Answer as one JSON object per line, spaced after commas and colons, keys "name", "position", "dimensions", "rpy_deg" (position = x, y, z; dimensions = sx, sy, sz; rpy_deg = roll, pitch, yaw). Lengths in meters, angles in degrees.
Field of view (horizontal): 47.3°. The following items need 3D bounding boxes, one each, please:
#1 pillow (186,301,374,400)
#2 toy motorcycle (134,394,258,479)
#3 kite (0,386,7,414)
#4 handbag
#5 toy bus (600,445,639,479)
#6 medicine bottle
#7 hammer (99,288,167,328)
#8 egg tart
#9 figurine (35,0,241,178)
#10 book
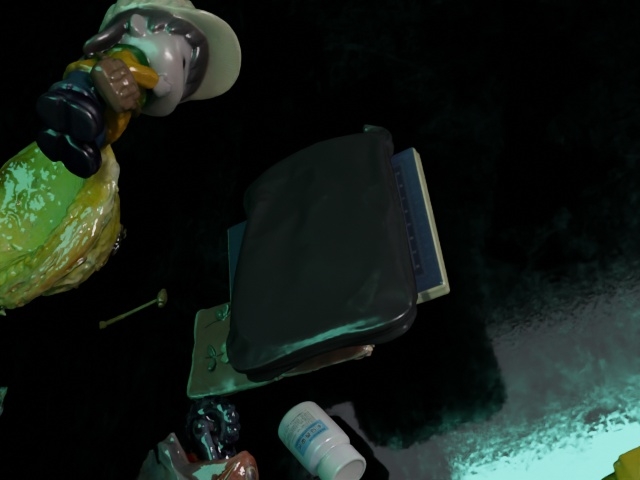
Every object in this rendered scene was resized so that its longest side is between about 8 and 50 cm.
{"name": "pillow", "position": [-0.044, 0.097, 0.797], "dimensions": [0.232, 0.043, 0.126], "rpy_deg": [-20, 52, 23]}
{"name": "toy motorcycle", "position": [-0.138, 0.269, 0.765], "dimensions": [0.118, 0.084, 0.213], "rpy_deg": [41, 104, 29]}
{"name": "kite", "position": [-0.579, 0.340, 1.072], "dimensions": [0.368, 0.014, 0.406], "rpy_deg": [-45, 49, 5]}
{"name": "handbag", "position": [0.000, -0.002, 0.769], "dimensions": [0.191, 0.075, 0.332], "rpy_deg": [-22, 36, 17]}
{"name": "toy bus", "position": [0.290, 0.276, 0.446], "dimensions": [0.121, 0.123, 0.336], "rpy_deg": [-32, 51, 15]}
{"name": "medicine bottle", "position": [0.001, 0.206, 0.730], "dimensions": [0.052, 0.052, 0.089], "rpy_deg": [-51, 49, -2]}
{"name": "hammer", "position": [-0.256, 0.097, 0.996], "dimensions": [0.122, 0.014, 0.029], "rpy_deg": [-25, 44, 24]}
{"name": "egg tart", "position": [-0.397, -0.026, 1.093], "dimensions": [0.314, 0.120, 0.315], "rpy_deg": [-16, 55, 24]}
{"name": "figurine", "position": [-0.281, -0.240, 1.041], "dimensions": [0.204, 0.185, 0.332], "rpy_deg": [38, 46, 14]}
{"name": "book", "position": [0.007, 0.019, 0.853], "dimensions": [0.269, 0.025, 0.191], "rpy_deg": [-22, 54, 22]}
